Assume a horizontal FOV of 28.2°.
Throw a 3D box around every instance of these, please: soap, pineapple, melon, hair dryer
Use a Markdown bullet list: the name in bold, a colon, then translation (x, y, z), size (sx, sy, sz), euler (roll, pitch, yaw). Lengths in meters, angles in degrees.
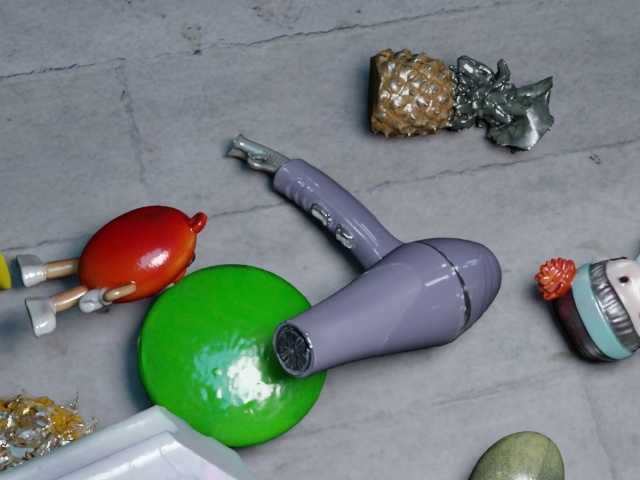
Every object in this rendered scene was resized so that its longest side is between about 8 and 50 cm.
- **soap**: translation (-0.212, 0.303, 1.234), size (0.347, 0.115, 0.208), euler (-21, 106, -20)
- **pineapple**: translation (0.174, -0.167, 1.546), size (0.237, 0.119, 0.111), euler (3, 22, -10)
- **melon**: translation (0.208, 0.263, 1.360), size (0.098, 0.098, 0.130), euler (34, 63, 8)
- **hair dryer**: translation (0.000, 0.000, 1.435), size (0.301, 0.121, 0.361), euler (-18, 50, -40)
- **pineapple**: translation (-0.315, 0.250, 1.315), size (0.225, 0.076, 0.224), euler (3, 65, -7)

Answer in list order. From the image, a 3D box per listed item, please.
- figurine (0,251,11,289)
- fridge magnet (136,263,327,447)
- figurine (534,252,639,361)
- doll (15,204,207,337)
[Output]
- **figurine**: translation (-0.424, 0.078, 1.309), size (0.215, 0.215, 0.228), euler (7, 64, -4)
- **fridge magnet**: translation (-0.095, 0.125, 1.387), size (0.208, 0.088, 0.208), euler (2, 66, -5)
- **figurine**: translation (0.371, 0.045, 1.474), size (0.245, 0.110, 0.138), euler (-26, 70, -22)
- **doll**: translation (-0.222, 0.022, 1.394), size (0.217, 0.085, 0.183), euler (-25, 31, -5)
